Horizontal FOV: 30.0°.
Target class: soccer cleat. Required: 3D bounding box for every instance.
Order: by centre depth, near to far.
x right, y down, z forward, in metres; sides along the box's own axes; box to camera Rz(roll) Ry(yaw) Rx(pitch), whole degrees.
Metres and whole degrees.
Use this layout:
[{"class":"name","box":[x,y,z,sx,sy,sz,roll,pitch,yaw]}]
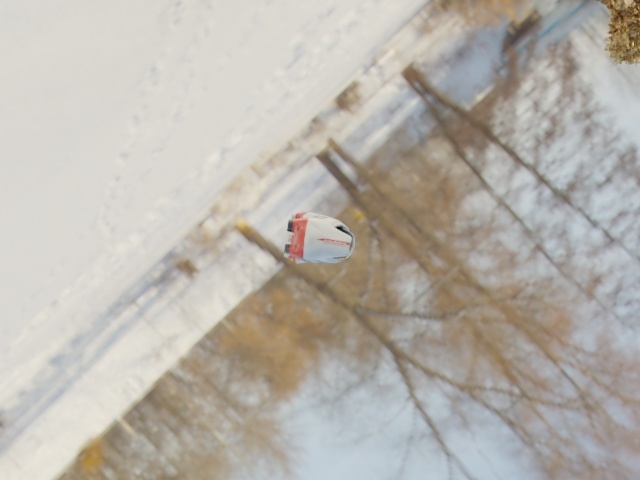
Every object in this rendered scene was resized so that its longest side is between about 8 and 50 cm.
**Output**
[{"class":"soccer cleat","box":[0.000,0.000,0.620,0.083,0.035,0.029,-55,154,-90]}]

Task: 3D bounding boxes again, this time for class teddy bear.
[{"class":"teddy bear","box":[0.394,-0.362,1.589,0.113,0.245,0.338,-1,-157,31]}]
